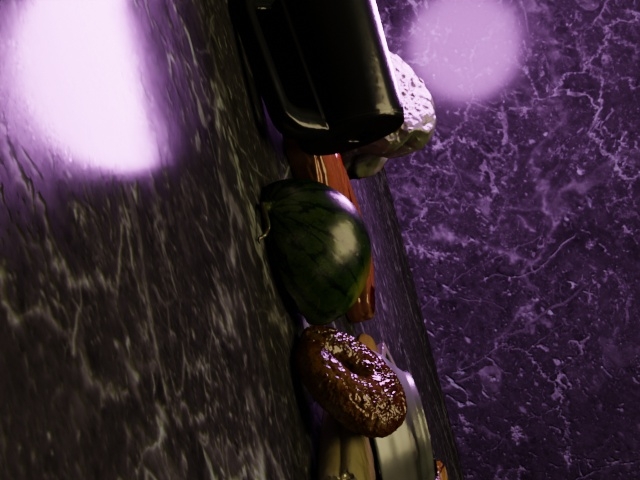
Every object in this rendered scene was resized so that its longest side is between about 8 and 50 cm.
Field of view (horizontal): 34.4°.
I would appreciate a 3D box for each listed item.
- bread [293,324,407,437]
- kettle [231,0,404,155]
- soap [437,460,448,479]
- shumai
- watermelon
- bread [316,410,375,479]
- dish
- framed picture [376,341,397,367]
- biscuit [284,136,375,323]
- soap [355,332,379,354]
[{"bbox_3d":[0.043,0.186,1.390,0.193,0.064,0.193,37,18,-14],"label":"bread"},{"bbox_3d":[0.003,-0.309,1.627,0.262,0.203,0.308,26,47,-75],"label":"kettle"},{"bbox_3d":[0.240,0.575,2.165,0.257,0.080,0.160,-96,169,-45],"label":"soap"},{"bbox_3d":[0.067,-0.255,2.231,0.263,0.304,0.309,117,-28,-46],"label":"shumai"},{"bbox_3d":[0.003,0.004,1.448,0.204,0.127,0.232,-89,157,-49],"label":"watermelon"},{"bbox_3d":[0.037,0.309,1.379,0.178,0.060,0.139,-87,161,-63],"label":"bread"},{"bbox_3d":[0.117,0.298,1.609,0.316,0.106,0.316,168,-90,-89],"label":"dish"},{"bbox_3d":[0.149,0.365,1.946,0.240,0.020,0.324,64,16,-18],"label":"framed picture"},{"bbox_3d":[0.023,-0.066,1.897,0.455,0.078,0.350,62,12,-56],"label":"biscuit"},{"bbox_3d":[0.084,0.220,1.870,0.140,0.045,0.089,-65,136,-77],"label":"soap"}]
